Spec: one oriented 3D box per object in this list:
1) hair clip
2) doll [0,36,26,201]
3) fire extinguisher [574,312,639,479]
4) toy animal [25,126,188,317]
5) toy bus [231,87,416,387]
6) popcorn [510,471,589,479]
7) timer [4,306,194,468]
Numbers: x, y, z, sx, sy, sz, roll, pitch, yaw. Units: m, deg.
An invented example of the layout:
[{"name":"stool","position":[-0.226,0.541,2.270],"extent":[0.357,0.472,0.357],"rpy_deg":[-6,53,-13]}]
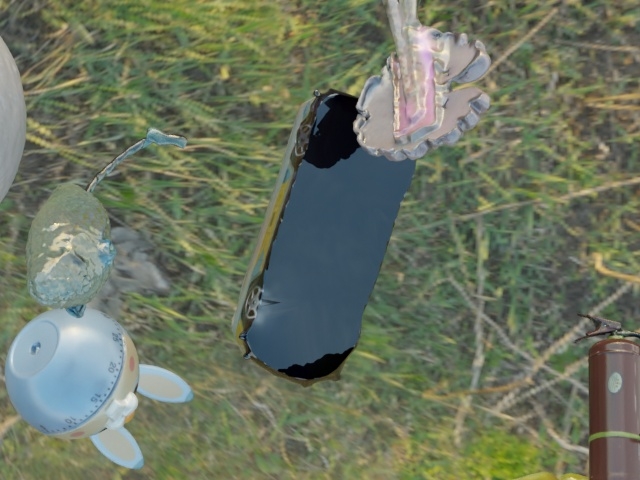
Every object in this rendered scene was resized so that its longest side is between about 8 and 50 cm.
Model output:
[{"name":"hair clip","position":[0.108,-0.225,1.446],"extent":[0.069,0.173,0.300],"rpy_deg":[26,51,-51]},{"name":"doll","position":[-0.237,0.022,0.601],"extent":[0.151,0.151,0.287],"rpy_deg":[15,84,-20]},{"name":"fire extinguisher","position":[0.191,0.107,0.793],"extent":[0.056,0.039,0.132],"rpy_deg":[-2,64,17]},{"name":"toy animal","position":[-0.198,-0.023,1.081],"extent":[0.079,0.070,0.253],"rpy_deg":[33,37,-9]},{"name":"toy bus","position":[0.000,0.000,1.689],"extent":[0.171,0.162,0.386],"rpy_deg":[18,88,-12]},{"name":"popcorn","position":[0.201,0.378,1.169],"extent":[0.279,0.274,0.335],"rpy_deg":[33,105,-14]},{"name":"timer","position":[-0.261,0.187,1.494],"extent":[0.255,0.175,0.175],"rpy_deg":[41,79,-23]}]
